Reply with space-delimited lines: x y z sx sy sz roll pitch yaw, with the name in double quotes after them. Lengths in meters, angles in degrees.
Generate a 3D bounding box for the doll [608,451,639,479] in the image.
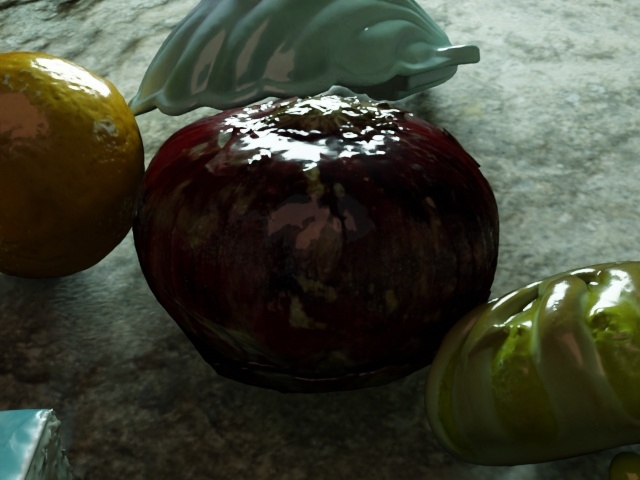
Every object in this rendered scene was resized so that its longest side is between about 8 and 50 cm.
0.196 0.200 0.499 0.363 0.145 0.199 -16 88 -19 "doll"

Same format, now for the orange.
-0.216 -0.056 0.737 0.155 0.177 0.178 -30 50 -34 "orange"

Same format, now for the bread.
0.163 0.066 0.556 0.214 0.213 0.104 -8 78 0 "bread"

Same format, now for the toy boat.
-0.017 -0.158 0.804 0.291 0.100 0.199 -9 12 -24 "toy boat"

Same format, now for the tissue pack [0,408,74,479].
-0.280 0.200 0.526 0.271 0.124 0.201 -5 29 4 "tissue pack"

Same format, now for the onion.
0.000 0.000 0.650 0.247 0.190 0.246 -4 27 2 "onion"
